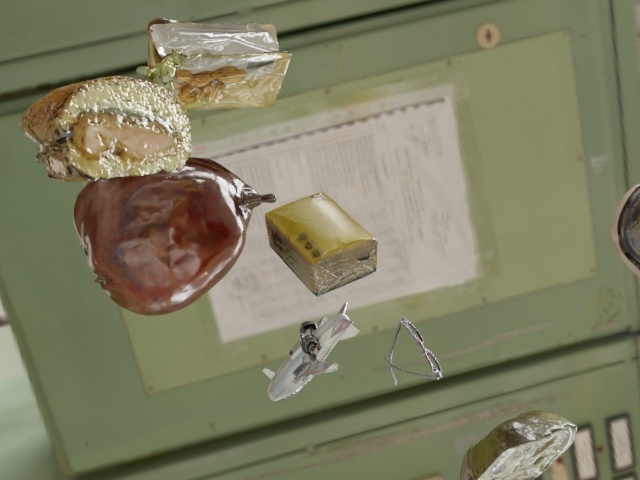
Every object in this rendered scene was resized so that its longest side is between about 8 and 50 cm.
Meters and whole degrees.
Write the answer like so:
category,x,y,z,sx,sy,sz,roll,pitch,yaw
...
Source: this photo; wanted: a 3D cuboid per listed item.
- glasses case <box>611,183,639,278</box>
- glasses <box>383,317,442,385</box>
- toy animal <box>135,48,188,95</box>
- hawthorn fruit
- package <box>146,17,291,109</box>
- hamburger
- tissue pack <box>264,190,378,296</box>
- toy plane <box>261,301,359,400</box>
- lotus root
category,x,y,z,sx,sy,sz,roll,pitch,yaw
glasses case,0.524,0.040,1.121,0.314,0.122,0.075,37,-12,-20
glasses,0.164,0.234,1.568,0.140,0.104,0.062,60,17,23
toy animal,-0.307,-0.283,1.599,0.136,0.073,0.181,-73,164,-66
hawthorn fruit,-0.285,-0.026,1.451,0.308,0.325,0.308,35,-16,11
package,-0.252,-0.429,1.890,0.221,0.311,0.165,120,-41,-56
hamburger,-0.198,-0.099,0.690,0.176,0.102,0.087,-27,121,-61
tissue pack,0.000,0.000,1.266,0.169,0.120,0.082,45,-30,46
toy plane,-0.017,0.161,1.122,0.065,0.171,0.162,47,9,-15
lotus root,0.292,0.326,1.240,0.203,0.183,0.078,-55,-133,28
